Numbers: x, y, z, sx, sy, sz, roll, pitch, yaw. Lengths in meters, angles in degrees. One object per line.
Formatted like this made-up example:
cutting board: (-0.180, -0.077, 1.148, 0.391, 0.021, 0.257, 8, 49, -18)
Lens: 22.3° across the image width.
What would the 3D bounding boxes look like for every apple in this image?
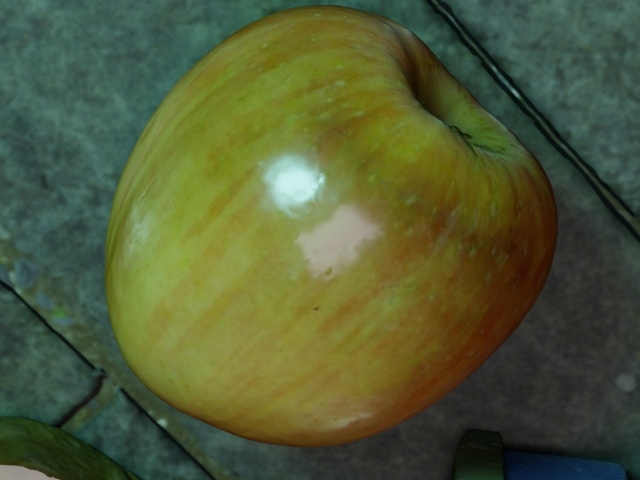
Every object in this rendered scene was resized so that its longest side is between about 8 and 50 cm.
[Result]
apple: (0.000, 0.000, 0.959, 0.242, 0.242, 0.241, 41, 113, -12)

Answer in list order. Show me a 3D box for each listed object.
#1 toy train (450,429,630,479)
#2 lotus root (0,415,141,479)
toy train: (0.168, 0.279, 1.093, 0.202, 0.131, 0.299, 7, 108, 1)
lotus root: (-0.197, 0.301, 1.124, 0.375, 0.111, 0.390, -23, 105, 4)
